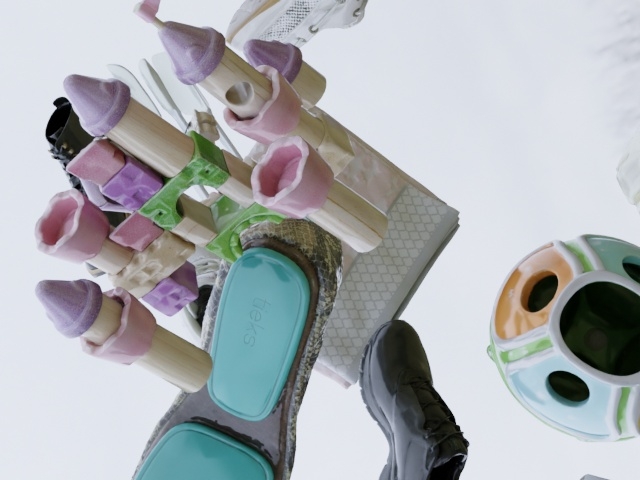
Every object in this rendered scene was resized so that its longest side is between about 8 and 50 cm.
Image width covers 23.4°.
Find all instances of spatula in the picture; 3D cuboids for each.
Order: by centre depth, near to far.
[{"bbox_3d":[-0.147,-0.115,1.811,0.019,0.168,0.242,-45,-67,-30],"label":"spatula"}]

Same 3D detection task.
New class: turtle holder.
[{"bbox_3d":[0.345,0.139,1.802,0.320,0.243,0.227,57,178,9],"label":"turtle holder"}]

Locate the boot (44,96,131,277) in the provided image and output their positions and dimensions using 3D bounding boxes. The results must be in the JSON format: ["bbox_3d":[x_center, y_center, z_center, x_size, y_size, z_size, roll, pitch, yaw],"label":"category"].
[{"bbox_3d":[-0.295,-0.065,1.894,0.137,0.077,0.197,45,-148,-45],"label":"boot"}]

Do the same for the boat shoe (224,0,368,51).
[{"bbox_3d":[0.013,-0.275,1.677,0.096,0.277,0.098,38,-135,-20],"label":"boat shoe"}]

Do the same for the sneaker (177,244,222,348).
[{"bbox_3d":[-0.126,0.068,1.907,0.305,0.114,0.152,53,171,49],"label":"sneaker"}]

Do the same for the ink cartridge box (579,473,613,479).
[{"bbox_3d":[0.461,0.367,1.608,0.324,0.330,0.071,48,-118,-45],"label":"ink cartridge box"}]

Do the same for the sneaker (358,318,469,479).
[{"bbox_3d":[0.133,0.240,1.981,0.109,0.130,0.286,-7,-97,-35],"label":"sneaker"}]

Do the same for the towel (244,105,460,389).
[{"bbox_3d":[0.000,0.000,2.222,0.317,0.053,0.331,34,-111,-1],"label":"towel"}]

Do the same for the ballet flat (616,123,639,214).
[{"bbox_3d":[0.336,-0.058,1.382,0.342,0.124,0.116,36,-150,-58],"label":"ballet flat"}]

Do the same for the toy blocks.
[{"bbox_3d":[-0.148,-0.078,1.390,0.260,0.288,0.309,33,-154,-37],"label":"toy blocks"}]

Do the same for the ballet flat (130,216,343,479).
[{"bbox_3d":[-0.078,0.179,1.670,0.164,0.482,0.182,27,-157,13],"label":"ballet flat"}]
